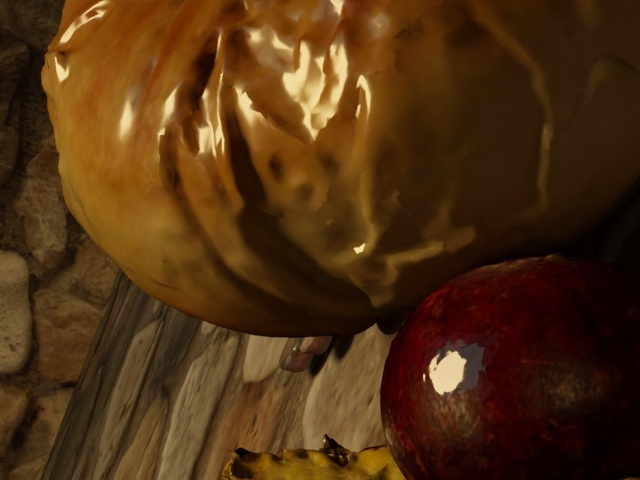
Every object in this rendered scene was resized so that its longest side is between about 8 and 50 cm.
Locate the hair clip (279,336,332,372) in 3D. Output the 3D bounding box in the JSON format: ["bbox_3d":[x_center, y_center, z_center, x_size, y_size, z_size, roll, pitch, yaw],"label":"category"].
[{"bbox_3d":[0.007,0.003,1.148,0.146,0.075,0.257,129,152,-53],"label":"hair clip"}]

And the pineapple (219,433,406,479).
[{"bbox_3d":[0.020,0.178,0.583,0.225,0.225,0.076,-100,22,-65],"label":"pineapple"}]

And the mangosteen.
[{"bbox_3d":[0.094,0.093,0.535,0.156,0.146,0.181,-37,33,57],"label":"mangosteen"}]

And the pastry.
[{"bbox_3d":[0.036,-0.110,0.709,0.410,0.245,0.409,-20,43,20],"label":"pastry"}]
